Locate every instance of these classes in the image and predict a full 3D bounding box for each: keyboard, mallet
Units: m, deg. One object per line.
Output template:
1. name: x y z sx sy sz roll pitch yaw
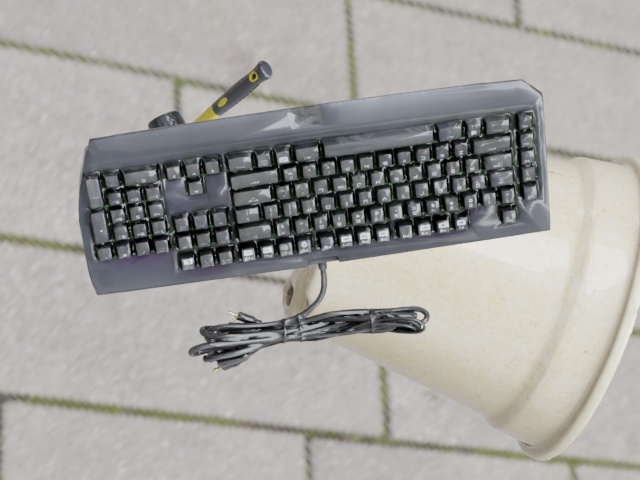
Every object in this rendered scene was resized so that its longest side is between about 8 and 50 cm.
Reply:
1. keyboard: 0.000 0.000 1.247 0.317 0.201 0.033 -8 32 -1
2. mallet: -0.108 -0.132 1.765 0.039 0.190 0.062 -18 72 -42

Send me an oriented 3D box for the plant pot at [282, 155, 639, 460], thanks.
1. plant pot: 0.136 0.023 1.890 0.305 0.334 0.334 19 59 -8
